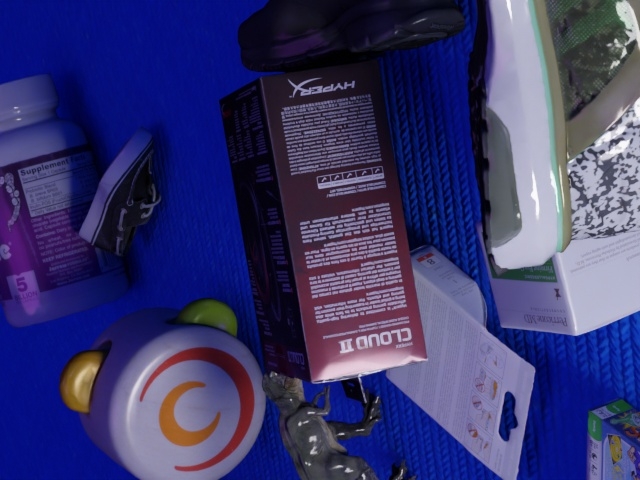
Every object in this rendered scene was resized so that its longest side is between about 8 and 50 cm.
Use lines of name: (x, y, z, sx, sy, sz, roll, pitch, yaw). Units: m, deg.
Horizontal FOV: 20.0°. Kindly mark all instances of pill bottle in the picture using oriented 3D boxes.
pill bottle: (-0.362, -0.053, 2.317, 0.169, 0.169, 0.302, -9, 98, 64)

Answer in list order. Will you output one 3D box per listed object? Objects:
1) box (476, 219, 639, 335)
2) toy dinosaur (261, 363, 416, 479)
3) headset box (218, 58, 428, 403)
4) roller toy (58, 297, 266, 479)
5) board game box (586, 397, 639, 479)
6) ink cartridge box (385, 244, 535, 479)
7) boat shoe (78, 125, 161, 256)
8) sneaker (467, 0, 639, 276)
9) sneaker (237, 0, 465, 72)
box: (0.189, 0.013, 1.341, 0.101, 0.102, 0.087, 2, 110, 62)
toy dinosaur: (0.021, 0.216, 1.785, 0.064, 0.118, 0.268, -9, 99, 64)
headset box: (0.000, 0.000, 1.614, 0.218, 0.110, 0.293, 173, 87, -78)
roller toy: (-0.174, 0.177, 2.058, 0.146, 0.209, 0.191, 21, 138, 59)
board game box: (0.262, 0.241, 1.419, 0.136, 0.035, 0.201, 36, 137, 51)
ink cartridge box: (0.132, 0.108, 1.599, 0.179, 0.045, 0.145, 38, 139, 36)
boat shoe: (-0.226, -0.056, 2.170, 0.070, 0.078, 0.219, 33, 144, 1)
sneaker: (0.188, -0.175, 1.172, 0.158, 0.182, 0.410, -92, 0, -64)
sneaker: (0.019, -0.215, 1.555, 0.286, 0.109, 0.130, -8, 93, 55)
